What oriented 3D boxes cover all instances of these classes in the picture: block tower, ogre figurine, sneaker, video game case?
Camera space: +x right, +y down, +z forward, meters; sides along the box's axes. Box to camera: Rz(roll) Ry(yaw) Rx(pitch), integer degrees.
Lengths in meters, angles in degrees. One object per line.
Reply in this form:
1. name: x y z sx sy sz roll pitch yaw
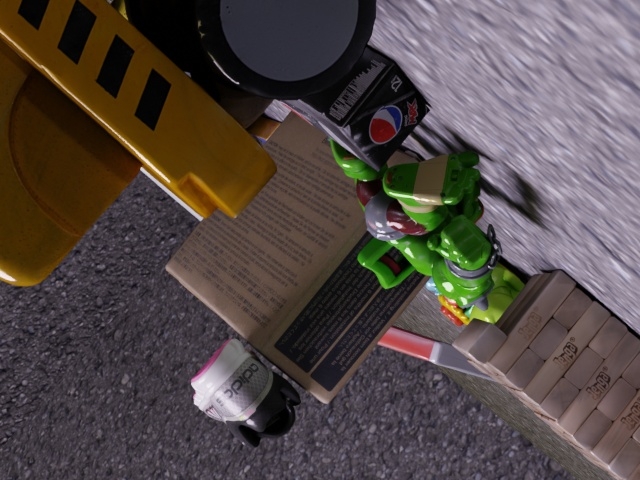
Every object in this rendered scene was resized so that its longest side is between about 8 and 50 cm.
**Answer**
1. block tower: 0.260 0.154 1.191 0.335 0.097 0.091 39 177 -1
2. ogre figurine: 0.059 -0.026 1.066 0.197 0.097 0.118 25 157 32
3. sneaker: -0.053 0.125 1.207 0.075 0.063 0.170 45 172 10
4. video game case: 0.045 0.092 1.679 0.285 0.025 0.204 17 178 30

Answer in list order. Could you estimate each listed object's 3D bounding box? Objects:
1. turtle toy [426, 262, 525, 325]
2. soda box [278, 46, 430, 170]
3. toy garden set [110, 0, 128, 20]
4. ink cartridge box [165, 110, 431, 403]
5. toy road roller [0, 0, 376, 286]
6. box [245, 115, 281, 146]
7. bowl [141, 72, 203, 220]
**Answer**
1. turtle toy: 0.138 0.046 1.344 0.095 0.066 0.130 42 176 -24
2. soda box: -0.009 -0.113 1.019 0.169 0.053 0.060 38 176 40
3. toy garden set: -0.224 -0.273 1.417 0.204 0.049 0.244 41 176 15
4. ink cartridge box: -0.007 0.003 1.291 0.088 0.193 0.234 42 176 -28
5. toy road roller: -0.154 -0.130 0.802 0.329 0.240 0.202 42 176 -20
6. box: -0.040 -0.101 1.739 0.081 0.028 0.136 41 175 -18
7. bowl: -0.178 -0.149 1.721 0.298 0.134 0.298 41 176 3
